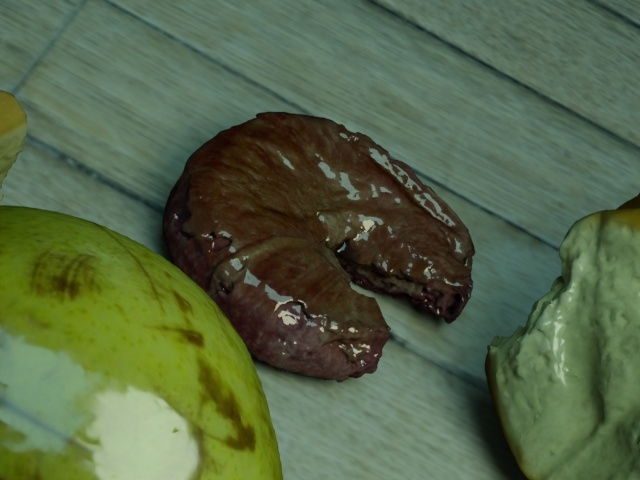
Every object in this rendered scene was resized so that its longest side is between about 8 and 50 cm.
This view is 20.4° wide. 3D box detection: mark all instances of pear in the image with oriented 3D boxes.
[{"bbox_3d":[-0.152,0.120,0.805,0.284,0.283,0.283,16,43,-16],"label":"pear"}]

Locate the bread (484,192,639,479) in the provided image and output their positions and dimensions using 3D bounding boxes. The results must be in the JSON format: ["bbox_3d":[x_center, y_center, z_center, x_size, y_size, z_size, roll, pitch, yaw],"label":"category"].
[{"bbox_3d":[0.280,0.084,1.121,0.279,0.225,0.250,-10,56,-42],"label":"bread"}]

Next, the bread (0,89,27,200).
[{"bbox_3d":[-0.327,-0.097,1.030,0.239,0.111,0.246,-21,63,-42],"label":"bread"}]

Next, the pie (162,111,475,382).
[{"bbox_3d":[0.000,0.000,1.170,0.204,0.054,0.218,37,41,6],"label":"pie"}]
